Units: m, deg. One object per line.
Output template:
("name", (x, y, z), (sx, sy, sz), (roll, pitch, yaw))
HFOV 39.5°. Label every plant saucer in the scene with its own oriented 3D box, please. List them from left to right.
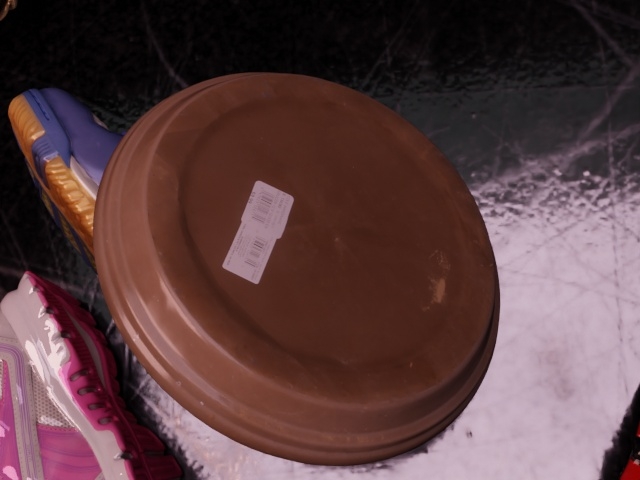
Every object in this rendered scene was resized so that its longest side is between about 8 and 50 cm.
("plant saucer", (0.000, 0.000, 0.560), (0.278, 0.041, 0.278), (12, 57, -19))

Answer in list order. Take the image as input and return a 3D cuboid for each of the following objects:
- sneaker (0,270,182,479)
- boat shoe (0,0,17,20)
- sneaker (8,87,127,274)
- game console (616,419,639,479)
("sneaker", (-0.168, 0.149, 0.582), (0.111, 0.103, 0.252), (-34, 67, 0))
("boat shoe", (-0.278, -0.222, 0.692), (0.324, 0.122, 0.120), (-28, 78, 6))
("sneaker", (-0.091, -0.009, 0.623), (0.131, 0.112, 0.296), (-40, 79, -19))
("game console", (0.262, 0.165, 0.572), (0.144, 0.085, 0.124), (23, 109, 12))
